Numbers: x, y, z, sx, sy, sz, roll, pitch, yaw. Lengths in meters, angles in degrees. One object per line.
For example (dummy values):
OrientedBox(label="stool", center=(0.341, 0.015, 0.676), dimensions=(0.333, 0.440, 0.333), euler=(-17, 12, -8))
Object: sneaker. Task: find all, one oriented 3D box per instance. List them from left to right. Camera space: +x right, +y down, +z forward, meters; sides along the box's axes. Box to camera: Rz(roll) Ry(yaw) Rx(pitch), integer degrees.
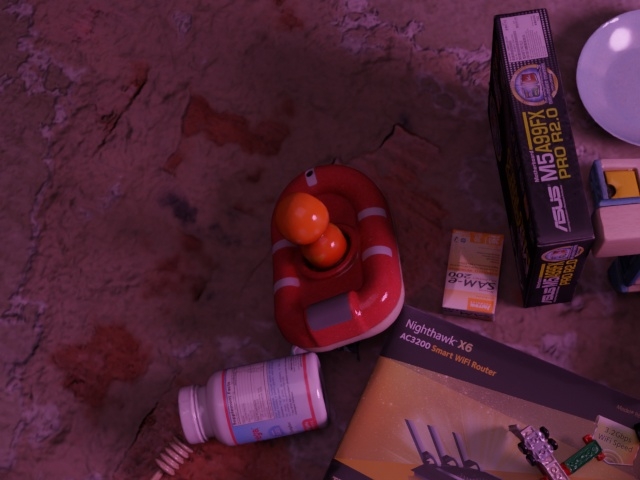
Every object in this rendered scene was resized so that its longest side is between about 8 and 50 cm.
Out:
OrientedBox(label="sneaker", center=(0.017, 0.120, 1.161), dimensions=(0.098, 0.038, 0.069), euler=(-42, 69, -8))

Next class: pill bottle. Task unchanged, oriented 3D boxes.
OrientedBox(label="pill bottle", center=(-0.074, 0.182, 1.124), dimensions=(0.160, 0.087, 0.087), euler=(-12, 68, 4))

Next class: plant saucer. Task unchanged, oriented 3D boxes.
OrientedBox(label="plant saucer", center=(0.411, -0.193, 1.225), dimensions=(0.194, 0.037, 0.195), euler=(-3, 69, 7))

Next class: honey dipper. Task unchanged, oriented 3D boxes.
OrientedBox(label="honey dipper", center=(-0.208, 0.292, 1.133), dimensions=(0.030, 0.030, 0.161), euler=(38, 81, 19))

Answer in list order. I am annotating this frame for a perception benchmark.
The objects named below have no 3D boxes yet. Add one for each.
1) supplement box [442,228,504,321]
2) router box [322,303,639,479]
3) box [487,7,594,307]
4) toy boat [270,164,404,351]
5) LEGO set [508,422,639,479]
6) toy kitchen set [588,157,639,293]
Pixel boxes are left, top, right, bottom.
OrientedBox(label="supplement box", center=(0.179, 0.040, 1.170), dimensions=(0.062, 0.036, 0.099), euler=(6, 71, 11))
OrientedBox(label="router box", center=(0.181, 0.239, 1.070), dimensions=(0.308, 0.081, 0.243), euler=(21, 74, 15))
OrientedBox(label="box", center=(0.238, -0.085, 1.113), dimensions=(0.060, 0.216, 0.270), euler=(-8, 70, 4))
OrientedBox(label="toy boat", center=(0.000, 0.000, 1.122), dimensions=(0.151, 0.151, 0.231), euler=(-21, 45, 16))
OrientedBox(label="LEGO set", center=(0.266, 0.285, 0.987), dimensions=(0.182, 0.060, 0.244), euler=(14, 73, -1))
OrientedBox(label="toy kitchen set", center=(0.329, -0.043, 1.085), dimensions=(0.122, 0.207, 0.166), euler=(-5, 68, 0))
